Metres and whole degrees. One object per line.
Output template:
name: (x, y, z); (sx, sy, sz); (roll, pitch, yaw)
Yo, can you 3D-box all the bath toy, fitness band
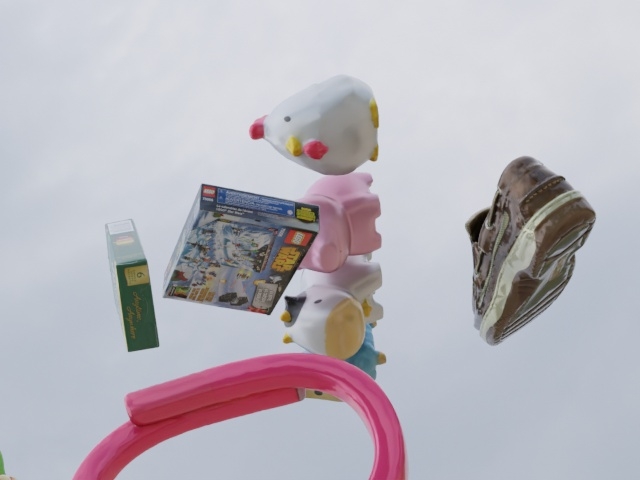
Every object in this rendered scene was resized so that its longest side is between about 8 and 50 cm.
bath toy: (0.000, 0.000, 1.270); (0.129, 0.151, 0.348); (-6, -60, -5)
fitness band: (-0.071, 0.199, 1.021); (0.291, 0.209, 0.054); (-16, -43, -3)

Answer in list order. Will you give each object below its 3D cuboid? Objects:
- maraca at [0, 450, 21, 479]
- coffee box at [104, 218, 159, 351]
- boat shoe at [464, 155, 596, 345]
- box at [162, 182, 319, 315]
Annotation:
maraca: (-0.318, 0.274, 1.198); (0.099, 0.185, 0.127); (-33, -8, 20)
coffee box: (-0.229, 0.050, 1.481); (0.040, 0.184, 0.113); (-8, -71, -12)
boat shoe: (0.179, 0.006, 1.131); (0.095, 0.095, 0.257); (-30, -22, -22)
box: (-0.065, 0.010, 0.968); (0.094, 0.027, 0.137); (11, -34, -15)
